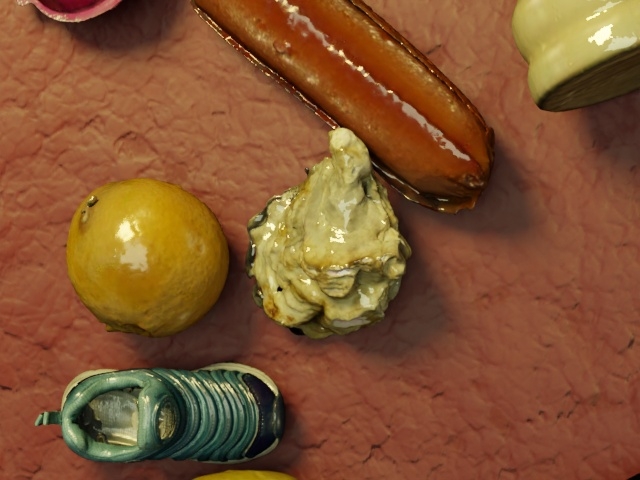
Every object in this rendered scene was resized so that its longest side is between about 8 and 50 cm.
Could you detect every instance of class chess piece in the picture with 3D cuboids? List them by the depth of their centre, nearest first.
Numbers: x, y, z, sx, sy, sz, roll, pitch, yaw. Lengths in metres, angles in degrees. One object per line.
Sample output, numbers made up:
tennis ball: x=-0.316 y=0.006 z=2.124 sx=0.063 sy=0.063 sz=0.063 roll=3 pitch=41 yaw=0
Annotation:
chess piece: x=0.196 y=-0.267 z=1.078 sx=0.167 sy=0.167 sz=0.300 roll=-20 pitch=81 yaw=12

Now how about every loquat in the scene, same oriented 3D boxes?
loquat: x=-0.149 y=0.014 z=1.161 sx=0.141 sy=0.141 sz=0.141 roll=0 pitch=91 yaw=12

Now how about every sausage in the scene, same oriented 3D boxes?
sausage: x=0.018 y=-0.152 z=1.139 sx=0.330 sy=0.102 sz=0.102 roll=42 pitch=99 yaw=9

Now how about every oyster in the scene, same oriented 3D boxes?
oyster: x=0.000 y=0.000 z=1.136 sx=0.163 sy=0.081 sz=0.191 roll=7 pitch=103 yaw=29

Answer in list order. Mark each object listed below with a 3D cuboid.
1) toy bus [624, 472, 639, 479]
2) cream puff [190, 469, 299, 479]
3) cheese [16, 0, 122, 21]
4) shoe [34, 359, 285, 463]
toy bus: x=0.258 y=0.255 z=1.084 sx=0.256 sy=0.128 sz=0.147 roll=-30 pitch=87 yaw=9
cream puff: x=-0.061 y=0.354 z=1.092 sx=0.291 sy=0.257 sz=0.324 roll=-32 pitch=85 yaw=15
cheese: x=-0.173 y=-0.274 z=1.172 sx=0.244 sy=0.062 sz=0.155 roll=-25 pitch=69 yaw=25
shoe: x=-0.133 y=0.154 z=1.175 sx=0.207 sy=0.106 sz=0.091 roll=-1 pitch=93 yaw=6
